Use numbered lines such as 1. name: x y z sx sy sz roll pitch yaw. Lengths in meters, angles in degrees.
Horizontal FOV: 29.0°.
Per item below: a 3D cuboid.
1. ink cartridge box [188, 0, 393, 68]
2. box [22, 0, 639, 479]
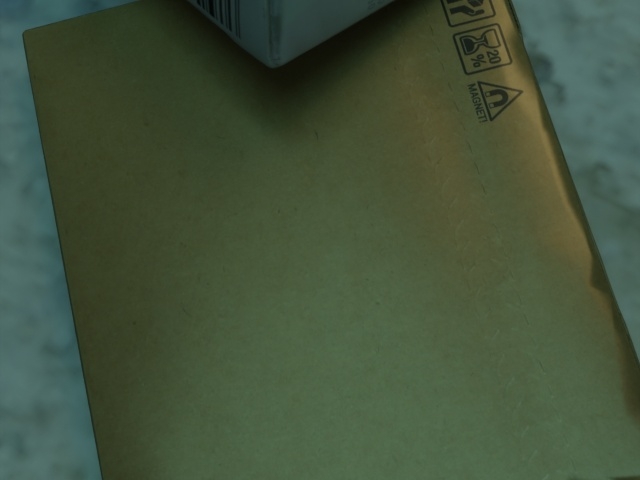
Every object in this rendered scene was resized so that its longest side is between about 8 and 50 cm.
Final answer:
1. ink cartridge box: 0.009 -0.178 0.445 0.232 0.066 0.189 -32 59 -30
2. box: 0.000 0.000 0.392 0.164 0.021 0.201 -15 69 -1
